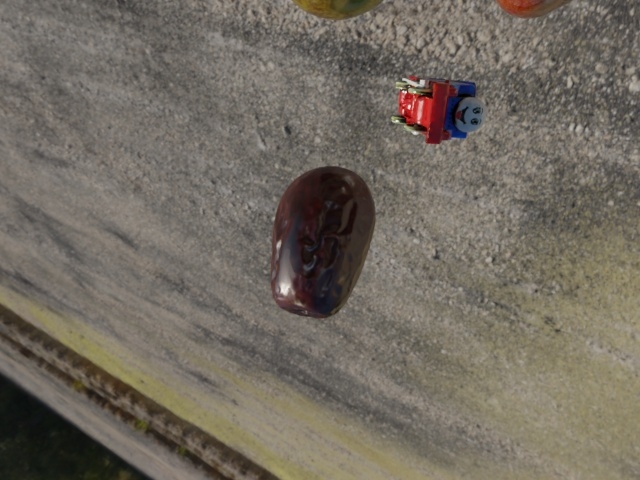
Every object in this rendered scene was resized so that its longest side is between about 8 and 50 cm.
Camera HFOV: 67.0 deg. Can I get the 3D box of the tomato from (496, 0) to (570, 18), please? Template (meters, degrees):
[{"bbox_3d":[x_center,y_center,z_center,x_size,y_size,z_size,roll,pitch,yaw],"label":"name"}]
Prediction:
[{"bbox_3d":[0.389,-0.516,0.841,0.232,0.232,0.188,48,148,-16],"label":"tomato"}]

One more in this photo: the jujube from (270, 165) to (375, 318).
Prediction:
[{"bbox_3d":[0.000,0.000,1.023,0.222,0.319,0.223,11,162,4],"label":"jujube"}]

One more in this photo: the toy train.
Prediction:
[{"bbox_3d":[0.182,-0.203,0.735,0.130,0.204,0.083,3,112,-5],"label":"toy train"}]

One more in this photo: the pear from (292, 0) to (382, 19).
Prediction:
[{"bbox_3d":[0.035,-0.587,0.956,0.280,0.281,0.281,24,145,18],"label":"pear"}]
